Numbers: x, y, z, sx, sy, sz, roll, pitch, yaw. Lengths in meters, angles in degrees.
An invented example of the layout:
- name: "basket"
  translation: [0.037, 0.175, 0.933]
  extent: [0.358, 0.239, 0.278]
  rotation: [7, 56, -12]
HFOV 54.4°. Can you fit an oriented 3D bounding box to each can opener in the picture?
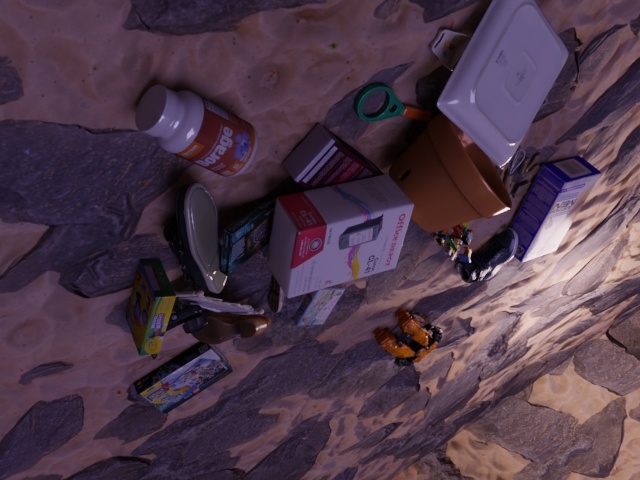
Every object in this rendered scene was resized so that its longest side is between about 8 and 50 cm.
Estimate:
- name: "can opener"
  translation: [-0.366, 0.202, 1.537]
  extent: [0.186, 0.073, 0.059]
  rotation: [-19, 154, 19]

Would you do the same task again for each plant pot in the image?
- name: "plant pot"
  translation: [0.308, -0.152, 1.541]
  extent: [0.204, 0.290, 0.291]
  rotation: [-33, 146, 24]

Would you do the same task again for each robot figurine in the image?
- name: "robot figurine"
  translation: [0.316, 0.349, 2.213]
  extent: [0.211, 0.085, 0.291]
  rotation: [-41, 141, 8]

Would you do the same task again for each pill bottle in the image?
- name: "pill bottle"
  translation: [-0.232, -0.207, 1.179]
  extent: [0.216, 0.121, 0.121]
  rotation: [21, 116, -47]

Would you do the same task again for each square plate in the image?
- name: "square plate"
  translation: [0.450, -0.384, 1.464]
  extent: [0.344, 0.049, 0.347]
  rotation: [27, 92, -46]

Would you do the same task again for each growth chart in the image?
- name: "growth chart"
  translation: [-0.255, 0.158, 1.548]
  extent: [0.172, 0.021, 0.237]
  rotation: [-5, 160, 39]

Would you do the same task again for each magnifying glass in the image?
- name: "magnifying glass"
  translation: [0.173, -0.310, 1.457]
  extent: [0.231, 0.026, 0.092]
  rotation: [5, 127, -37]

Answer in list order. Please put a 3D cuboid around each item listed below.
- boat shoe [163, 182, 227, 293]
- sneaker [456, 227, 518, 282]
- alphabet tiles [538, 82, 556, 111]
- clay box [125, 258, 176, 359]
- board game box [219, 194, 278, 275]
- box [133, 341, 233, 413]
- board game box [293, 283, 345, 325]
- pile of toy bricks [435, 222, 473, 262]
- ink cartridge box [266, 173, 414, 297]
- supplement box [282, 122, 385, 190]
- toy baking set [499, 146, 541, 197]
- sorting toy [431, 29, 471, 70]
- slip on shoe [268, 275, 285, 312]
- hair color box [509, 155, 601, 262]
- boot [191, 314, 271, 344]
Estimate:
- name: "boat shoe"
  translation: [-0.286, -0.005, 1.368]
  extent: [0.113, 0.127, 0.340]
  rotation: [12, 150, 12]
- name: "sneaker"
  translation: [0.551, 0.056, 2.074]
  extent: [0.164, 0.086, 0.226]
  rotation: [-4, 134, -38]
- name: "alphabet tiles"
  translation: [0.525, -0.367, 1.670]
  extent: [0.237, 0.009, 0.198]
  rotation: [-44, 141, 11]
- name: "clay box"
  translation: [-0.400, 0.166, 1.445]
  extent: [0.053, 0.127, 0.222]
  rotation: [-1, 131, -35]
- name: "board game box"
  translation: [-0.162, -0.014, 1.443]
  extent: [0.186, 0.026, 0.126]
  rotation: [-41, 152, -45]
- name: "box"
  translation: [-0.383, 0.385, 1.759]
  extent: [0.233, 0.044, 0.159]
  rotation: [-32, 142, -4]
- name: "board game box"
  translation: [-0.005, 0.190, 1.850]
  extent: [0.104, 0.026, 0.154]
  rotation: [4, 128, -39]
- name: "pile of toy bricks"
  translation: [0.421, -0.028, 1.891]
  extent: [0.105, 0.118, 0.212]
  rotation: [-59, 138, -22]
- name: "ink cartridge box"
  translation: [0.043, -0.012, 1.470]
  extent: [0.307, 0.131, 0.226]
  rotation: [-13, 137, -24]
- name: "supplement box"
  translation: [0.038, -0.163, 1.469]
  extent: [0.130, 0.073, 0.239]
  rotation: [-46, 141, 14]
- name: "toy baking set"
  translation: [0.575, -0.190, 1.882]
  extent: [0.256, 0.030, 0.196]
  rotation: [2, 123, -46]
- name: "sorting toy"
  translation: [0.286, -0.436, 1.394]
  extent: [0.075, 0.044, 0.083]
  rotation: [15, 121, -37]
- name: "slip on shoe"
  translation: [-0.111, 0.144, 1.707]
  extent: [0.041, 0.051, 0.135]
  rotation: [-22, 136, -35]
- name: "hair color box"
  translation: [0.750, -0.099, 2.040]
  extent: [0.185, 0.110, 0.338]
  rotation: [-15, 140, -30]
- name: "boot"
  translation: [-0.237, 0.234, 1.682]
  extent: [0.197, 0.072, 0.152]
  rotation: [2, -179, 11]
